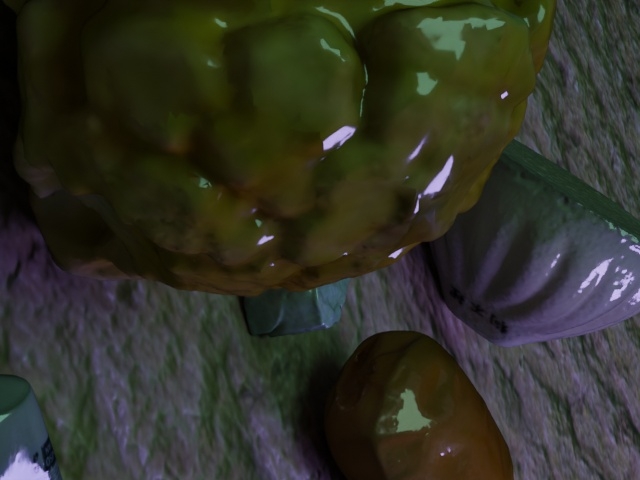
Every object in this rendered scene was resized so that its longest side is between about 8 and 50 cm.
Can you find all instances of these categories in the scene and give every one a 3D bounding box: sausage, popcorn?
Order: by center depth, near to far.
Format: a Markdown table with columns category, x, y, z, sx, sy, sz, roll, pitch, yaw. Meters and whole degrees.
| category | x | y | z | sx | sy | sz | roll | pitch | yaw |
| --- | --- | --- | --- | --- | --- | --- | --- | --- | --- |
| popcorn | -0.024 | -0.126 | 1.065 | 0.390 | 0.354 | 0.344 | -15 | 135 | -35 |
| sausage | 0.086 | 0.181 | 1.412 | 0.241 | 0.120 | 0.136 | 55 | 50 | -39 |

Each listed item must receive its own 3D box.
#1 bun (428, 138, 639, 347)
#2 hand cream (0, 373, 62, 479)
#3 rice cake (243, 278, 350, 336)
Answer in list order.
| category | x | y | z | sx | sy | sz | roll | pitch | yaw |
| --- | --- | --- | --- | --- | --- | --- | --- | --- | --- |
| bun | 0.192 | 0.014 | 1.618 | 0.175 | 0.263 | 0.263 | -59 | 152 | 10 |
| hand cream | -0.175 | 0.209 | 0.985 | 0.124 | 0.078 | 0.340 | -41 | 124 | -60 |
| rice cake | 0.000 | 0.001 | 1.375 | 0.063 | 0.069 | 0.206 | 62 | 33 | -28 |
